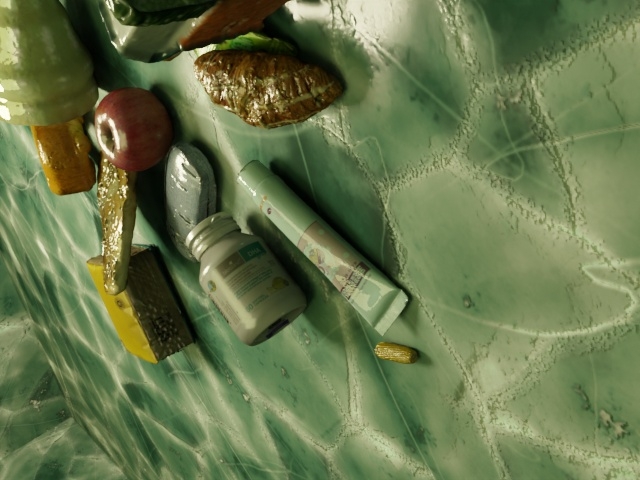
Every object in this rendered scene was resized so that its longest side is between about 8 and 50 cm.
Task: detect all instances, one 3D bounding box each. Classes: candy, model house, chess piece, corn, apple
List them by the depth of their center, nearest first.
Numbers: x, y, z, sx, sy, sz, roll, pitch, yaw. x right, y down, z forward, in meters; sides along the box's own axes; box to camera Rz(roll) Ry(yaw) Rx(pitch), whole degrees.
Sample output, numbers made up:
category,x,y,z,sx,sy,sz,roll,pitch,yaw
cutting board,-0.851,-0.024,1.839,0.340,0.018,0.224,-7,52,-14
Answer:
category,x,y,z,sx,sy,sz,roll,pitch,yaw
model house,-0.177,-0.320,0.912,0.301,0.271,0.190,-20,94,61
candy,-0.140,-0.290,1.083,0.246,0.069,0.149,49,146,15
corn,0.111,0.169,1.144,0.083,0.027,0.028,6,137,52
apple,-0.338,-0.205,1.399,0.153,0.120,0.153,29,131,41
chess piece,-0.564,-0.459,1.436,0.234,0.234,0.442,33,138,38

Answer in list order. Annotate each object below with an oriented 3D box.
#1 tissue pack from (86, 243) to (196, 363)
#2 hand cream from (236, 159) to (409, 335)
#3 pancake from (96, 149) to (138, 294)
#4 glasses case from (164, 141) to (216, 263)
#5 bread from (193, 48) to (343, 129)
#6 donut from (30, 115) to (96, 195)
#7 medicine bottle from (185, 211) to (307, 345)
category,x,y,z,sx,sy,sz,roll,pitch,yaw
tissue pack,-0.433,0.147,1.827,0.192,0.134,0.271,0,115,55
hand cream,0.000,0.000,1.146,0.331,0.058,0.085,43,126,18
pancake,-0.420,-0.059,1.576,0.356,0.065,0.356,-178,90,-70
glasses case,-0.243,-0.066,1.429,0.109,0.067,0.282,43,147,22
bread,-0.083,-0.197,1.012,0.233,0.076,0.105,17,145,28
donut,-0.579,-0.210,1.725,0.226,0.114,0.226,163,90,-71
medicine bottle,-0.133,0.060,1.305,0.215,0.135,0.135,52,149,13
